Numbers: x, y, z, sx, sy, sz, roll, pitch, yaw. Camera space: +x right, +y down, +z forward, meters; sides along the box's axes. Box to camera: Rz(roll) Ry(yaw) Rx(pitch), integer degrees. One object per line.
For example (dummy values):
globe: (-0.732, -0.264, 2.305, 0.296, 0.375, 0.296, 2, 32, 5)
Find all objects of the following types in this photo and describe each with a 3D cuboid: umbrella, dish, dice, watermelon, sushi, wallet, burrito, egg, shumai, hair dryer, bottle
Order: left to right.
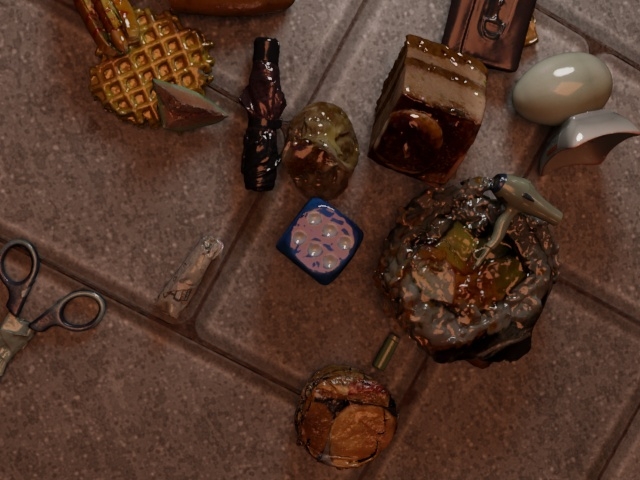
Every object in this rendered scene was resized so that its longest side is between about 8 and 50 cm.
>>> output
watermelon: (-0.270, -0.263, 1.484, 0.155, 0.080, 0.101, -3, 123, -40)
burrito: (-0.279, 0.078, 1.539, 0.064, 0.064, 0.203, 36, 91, -6)
umbrella: (-0.117, -0.264, 1.514, 0.094, 0.090, 0.326, 6, 94, 17)
dice: (0.000, 0.000, 1.516, 0.143, 0.146, 0.146, 37, 87, -3)
shumai: (0.002, -0.185, 1.504, 0.161, 0.153, 0.210, 9, 97, 2)
bottle: (0.146, 0.247, 1.599, 0.030, 0.030, 0.083, 28, 90, -6)
sushi: (0.305, 0.063, 1.523, 0.417, 0.176, 0.418, -1, 93, -11)
wallet: (0.358, -0.480, 1.520, 0.181, 0.049, 0.229, 13, 97, -5)
hair dryer: (0.395, -0.022, 1.431, 0.167, 0.067, 0.199, 13, 93, -16)
egg: (0.510, -0.319, 1.531, 0.209, 0.151, 0.151, -11, 95, 4)
dish: (0.551, -0.211, 1.519, 0.151, 0.212, 0.077, -11, 80, -4)

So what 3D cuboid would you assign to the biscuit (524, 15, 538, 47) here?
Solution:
biscuit: (0.385, -0.564, 1.557, 0.154, 0.045, 0.299, -7, 96, -3)

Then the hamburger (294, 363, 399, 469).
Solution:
hamburger: (0.055, 0.383, 1.566, 0.231, 0.107, 0.231, -1, 97, -8)

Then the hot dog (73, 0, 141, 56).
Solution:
hot dog: (-0.441, -0.476, 1.450, 0.104, 0.076, 0.250, -29, 74, 5)

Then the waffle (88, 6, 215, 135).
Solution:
waffle: (-0.351, -0.356, 1.510, 0.245, 0.052, 0.254, 25, 91, -7)

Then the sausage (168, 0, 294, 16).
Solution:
sausage: (-0.181, -0.515, 1.485, 0.270, 0.109, 0.109, -4, 94, -6)

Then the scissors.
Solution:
scissors: (-0.663, 0.204, 1.532, 0.256, 0.029, 0.383, 40, 91, -5)

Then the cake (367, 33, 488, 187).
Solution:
cake: (0.215, -0.240, 1.425, 0.198, 0.293, 0.196, 22, 133, -9)
